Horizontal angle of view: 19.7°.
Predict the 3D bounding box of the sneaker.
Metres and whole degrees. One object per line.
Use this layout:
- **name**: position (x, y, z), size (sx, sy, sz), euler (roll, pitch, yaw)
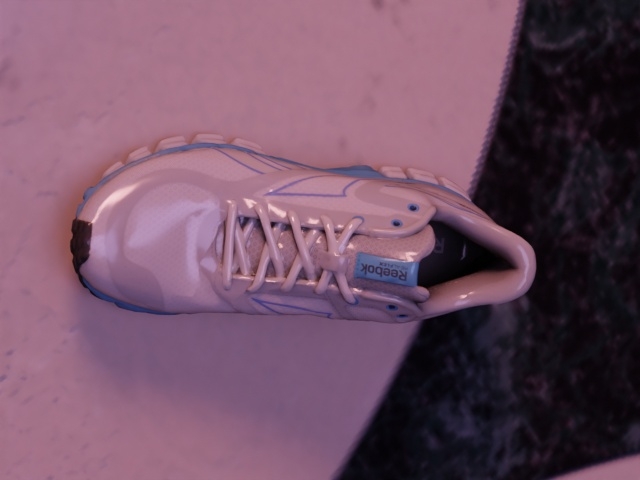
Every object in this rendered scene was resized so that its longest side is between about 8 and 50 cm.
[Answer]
- **sneaker**: position (0.000, 0.000, 0.708), size (0.190, 0.083, 0.071), euler (-1, 102, -28)
